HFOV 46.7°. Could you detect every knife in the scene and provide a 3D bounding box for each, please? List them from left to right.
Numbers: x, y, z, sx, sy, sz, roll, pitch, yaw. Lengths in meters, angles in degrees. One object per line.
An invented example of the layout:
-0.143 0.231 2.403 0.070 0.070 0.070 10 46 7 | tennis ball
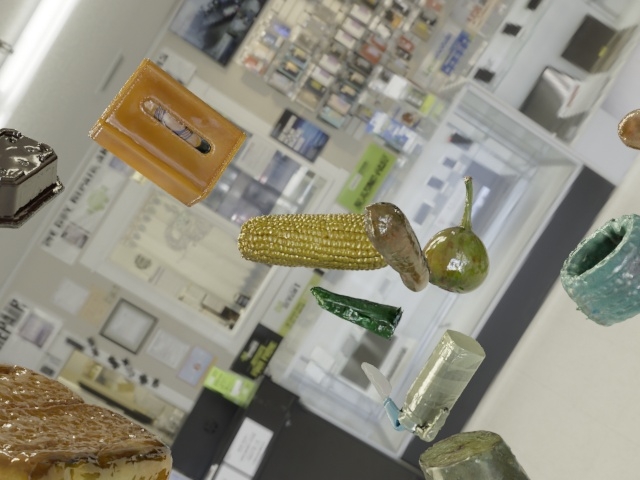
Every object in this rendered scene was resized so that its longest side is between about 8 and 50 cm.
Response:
0.183 0.431 2.100 0.058 0.032 0.244 -52 46 26 | knife

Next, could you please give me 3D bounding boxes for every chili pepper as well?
0.080 0.157 1.759 0.059 0.227 0.088 97 -163 -67 | chili pepper

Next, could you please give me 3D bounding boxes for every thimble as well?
0.619 0.065 1.550 0.235 0.143 0.198 -48 6 1 | thimble

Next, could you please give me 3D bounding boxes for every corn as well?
0.000 0.000 1.784 0.144 0.387 0.144 4 -90 -84 | corn

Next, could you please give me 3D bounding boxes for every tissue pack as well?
-0.330 -0.235 1.627 0.194 0.274 0.145 -61 20 -20 | tissue pack

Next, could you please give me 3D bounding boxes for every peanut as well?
0.594 -0.192 1.289 0.076 0.152 0.076 1 -90 -85 | peanut

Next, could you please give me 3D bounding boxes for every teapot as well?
0.220 0.272 1.345 0.200 0.077 0.107 -62 22 19 | teapot

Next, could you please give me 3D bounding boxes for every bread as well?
-0.386 0.263 0.907 0.148 0.328 0.337 -68 -20 -4 | bread

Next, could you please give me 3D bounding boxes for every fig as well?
0.295 -0.012 1.569 0.149 0.149 0.245 175 108 -80 | fig

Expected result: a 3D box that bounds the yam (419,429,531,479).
0.246 0.390 1.021 0.154 0.254 0.154 -23 -13 -6 | yam

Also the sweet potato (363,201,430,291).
0.142 0.022 1.266 0.075 0.273 0.075 -13 55 19 | sweet potato

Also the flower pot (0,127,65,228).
-0.576 -0.127 1.346 0.251 0.178 0.084 -72 7 -63 | flower pot
